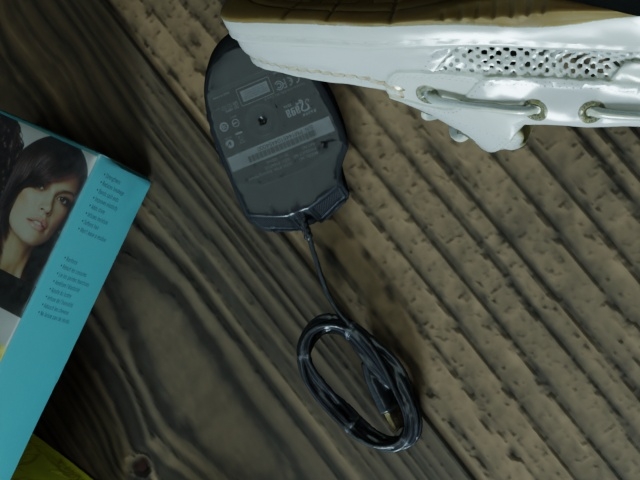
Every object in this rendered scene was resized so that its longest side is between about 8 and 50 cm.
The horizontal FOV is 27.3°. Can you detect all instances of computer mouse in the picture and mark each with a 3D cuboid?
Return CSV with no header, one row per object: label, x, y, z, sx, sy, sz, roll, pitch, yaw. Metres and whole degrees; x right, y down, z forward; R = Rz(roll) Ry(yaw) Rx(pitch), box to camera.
computer mouse,0.000,0.000,0.711,0.071,0.041,0.242,-18,93,14

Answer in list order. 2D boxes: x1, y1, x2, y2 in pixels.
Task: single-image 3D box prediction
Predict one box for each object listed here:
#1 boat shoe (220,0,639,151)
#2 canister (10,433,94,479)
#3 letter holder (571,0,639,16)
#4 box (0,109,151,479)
boat shoe,0.081,-0.083,0.613,0.277,0.098,0.096,7,130,29
canister,-0.204,0.219,0.836,0.126,0.073,0.170,32,113,22
letter holder,0.097,-0.217,0.491,0.302,0.152,0.214,24,88,40
box,-0.201,0.050,0.768,0.100,0.060,0.244,23,87,25
